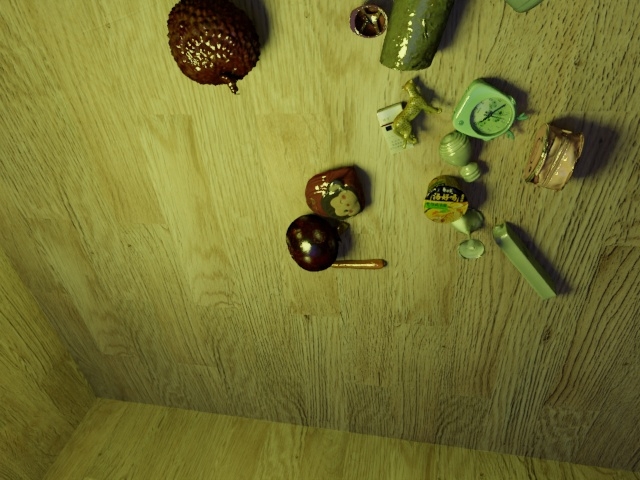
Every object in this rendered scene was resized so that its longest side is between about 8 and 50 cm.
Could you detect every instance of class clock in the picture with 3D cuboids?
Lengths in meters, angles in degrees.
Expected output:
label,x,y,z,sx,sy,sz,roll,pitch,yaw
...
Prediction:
label,x,y,z,sx,sy,sz,roll,pitch,yaw
clock,0.530,-0.390,1.367,0.210,0.066,0.159,23,129,-5

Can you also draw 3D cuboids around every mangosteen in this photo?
label,x,y,z,sx,sy,sz,roll,pitch,yaw
mangosteen,0.000,0.000,1.715,0.261,0.235,0.236,-26,123,-10

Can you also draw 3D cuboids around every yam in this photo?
label,x,y,z,sx,sy,sz,roll,pitch,yaw
yam,0.270,-0.624,1.191,0.168,0.168,0.304,16,129,1

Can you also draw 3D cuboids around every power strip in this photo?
label,x,y,z,sx,sy,sz,roll,pitch,yaw
power strip,0.763,0.074,1.647,0.062,0.091,0.385,-33,113,34

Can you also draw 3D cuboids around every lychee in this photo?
label,x,y,z,sx,sy,sz,roll,pitch,yaw
lychee,-0.312,-0.579,1.303,0.264,0.264,0.300,-23,97,28

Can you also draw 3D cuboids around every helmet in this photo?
label,x,y,z,sx,sy,sz,roll,pitch,yaw
helmet,0.142,-0.642,1.275,0.111,0.057,0.089,8,131,7

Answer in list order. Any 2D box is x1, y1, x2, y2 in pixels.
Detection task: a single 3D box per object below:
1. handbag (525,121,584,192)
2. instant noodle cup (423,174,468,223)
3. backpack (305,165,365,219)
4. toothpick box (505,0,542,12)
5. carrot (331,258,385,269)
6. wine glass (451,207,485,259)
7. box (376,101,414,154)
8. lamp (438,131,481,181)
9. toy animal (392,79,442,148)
label,x,y,z,sx,sy,sz,roll,pitch,yaw
handbag,0.716,-0.255,1.359,0.116,0.179,0.205,16,128,10
instant noodle cup,0.436,-0.152,1.536,0.151,0.122,0.151,8,129,10
backpack,0.048,-0.171,1.612,0.229,0.139,0.229,2,144,1
toothpick box,0.426,-0.735,1.025,0.354,0.263,0.263,36,126,-11
carrot,0.149,0.101,1.851,0.247,0.043,0.043,-1,126,17
wine glass,0.530,-0.021,1.574,0.122,0.183,0.122,7,129,9
box,0.251,-0.373,1.464,0.084,0.040,0.154,-13,122,22
lamp,0.466,-0.278,1.453,0.106,0.106,0.193,-28,126,30
toy animal,0.279,-0.394,1.393,0.136,0.073,0.181,30,111,-20
